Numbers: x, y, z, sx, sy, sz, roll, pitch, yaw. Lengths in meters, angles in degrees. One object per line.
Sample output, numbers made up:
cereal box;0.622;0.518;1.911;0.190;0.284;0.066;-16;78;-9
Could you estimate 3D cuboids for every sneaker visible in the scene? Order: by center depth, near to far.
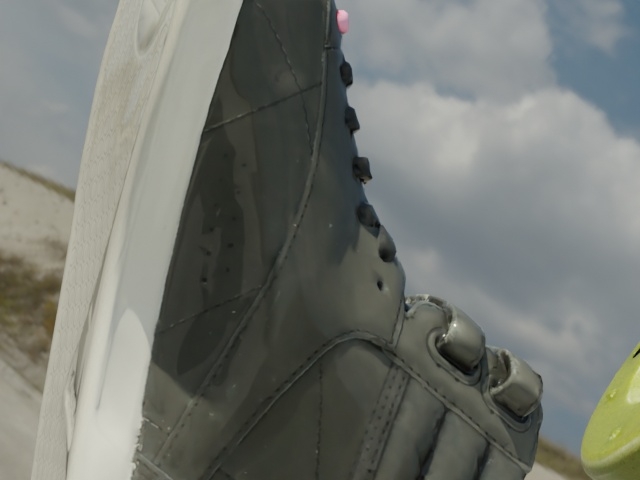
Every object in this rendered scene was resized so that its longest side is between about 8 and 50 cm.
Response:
sneaker;0.000;0.000;0.368;0.147;0.295;0.104;11;-7;-20

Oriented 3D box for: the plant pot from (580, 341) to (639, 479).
plant pot;0.371;0.162;0.709;0.353;0.366;0.366;40;-15;5
